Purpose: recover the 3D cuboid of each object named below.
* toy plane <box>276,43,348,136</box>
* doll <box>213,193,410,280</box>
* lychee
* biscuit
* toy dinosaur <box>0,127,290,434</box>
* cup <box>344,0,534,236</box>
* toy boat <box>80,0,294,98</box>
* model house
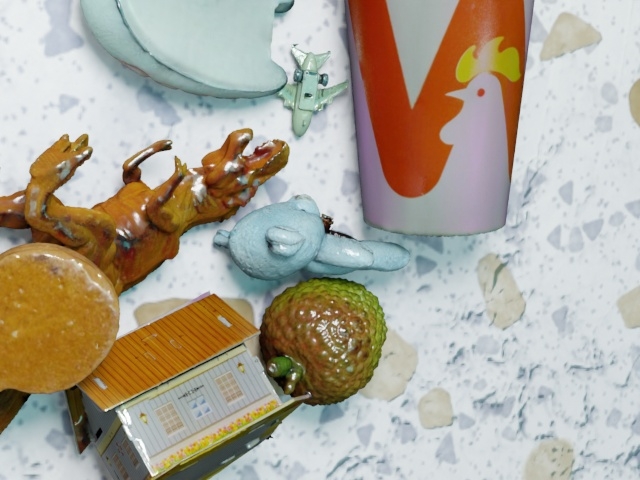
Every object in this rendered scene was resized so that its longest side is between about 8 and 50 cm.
[{"bbox_3d":[-0.013,-0.135,1.252,0.080,0.033,0.083,6,93,-18],"label":"toy plane"},{"bbox_3d":[-0.001,-0.005,1.232,0.180,0.120,0.075,-4,89,-34],"label":"doll"},{"bbox_3d":[0.000,0.090,1.241,0.146,0.114,0.114,-44,116,-45],"label":"lychee"},{"bbox_3d":[-0.312,0.077,1.053,0.324,0.049,0.205,-14,105,1],"label":"biscuit"},{"bbox_3d":[-0.219,0.015,1.127,0.432,0.097,0.208,-41,128,-9],"label":"toy dinosaur"},{"bbox_3d":[0.107,-0.158,1.239,0.203,0.203,0.288,-7,106,-28],"label":"cup"},{"bbox_3d":[-0.114,-0.192,1.179,0.208,0.079,0.134,9,86,-39],"label":"toy boat"},{"bbox_3d":[-0.147,0.144,1.157,0.219,0.207,0.136,-25,78,-27],"label":"model house"}]
